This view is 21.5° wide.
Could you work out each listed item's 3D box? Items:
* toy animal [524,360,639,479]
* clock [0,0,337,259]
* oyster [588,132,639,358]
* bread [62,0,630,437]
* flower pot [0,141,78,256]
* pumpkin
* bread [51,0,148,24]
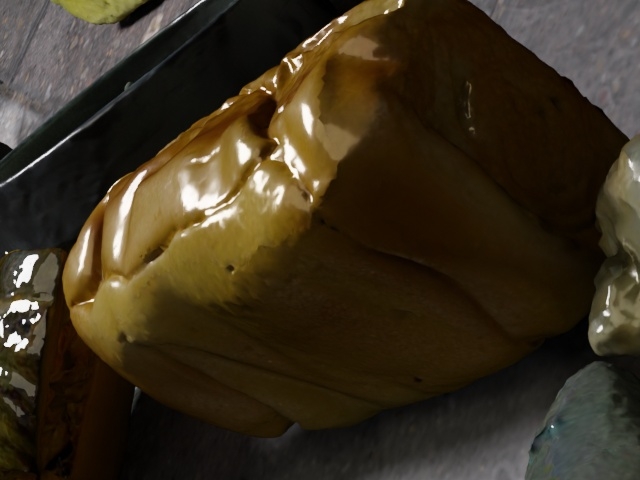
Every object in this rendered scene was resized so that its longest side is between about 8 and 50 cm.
[{"bbox_3d":[0.099,0.145,0.556,0.079,0.070,0.253,-54,19,45],"label":"toy animal"},{"bbox_3d":[-0.113,-0.087,1.095,0.280,0.055,0.280,-37,13,9],"label":"clock"},{"bbox_3d":[0.197,-0.097,0.574,0.355,0.107,0.201,-58,21,14],"label":"oyster"},{"bbox_3d":[0.000,0.000,0.791,0.294,0.166,0.132,-29,42,51],"label":"bread"},{"bbox_3d":[-0.278,0.030,1.277,0.166,0.269,0.269,-27,38,18],"label":"flower pot"},{"bbox_3d":[-0.165,0.089,1.018,0.280,0.190,0.139,-5,73,51],"label":"pumpkin"},{"bbox_3d":[-0.175,-0.414,1.473,0.245,0.233,0.362,-20,45,59],"label":"bread"}]
